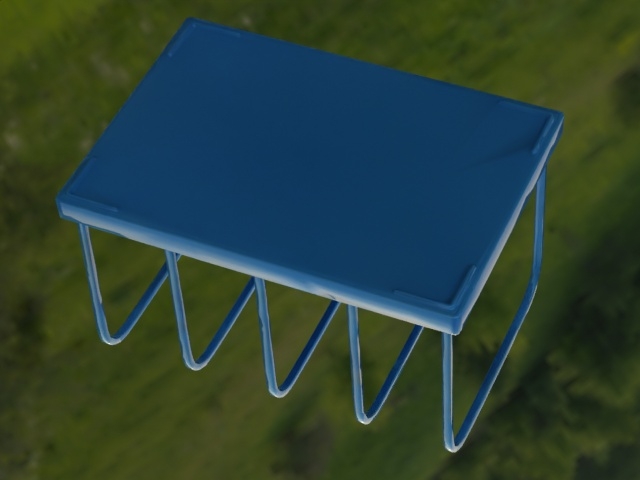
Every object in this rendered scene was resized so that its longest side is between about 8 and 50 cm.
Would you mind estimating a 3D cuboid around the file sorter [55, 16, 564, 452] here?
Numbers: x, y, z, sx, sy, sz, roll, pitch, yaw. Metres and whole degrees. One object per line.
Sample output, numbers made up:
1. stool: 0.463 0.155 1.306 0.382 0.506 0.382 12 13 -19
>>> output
1. file sorter: 0.000 0.000 0.819 0.104 0.170 0.118 85 28 -47
